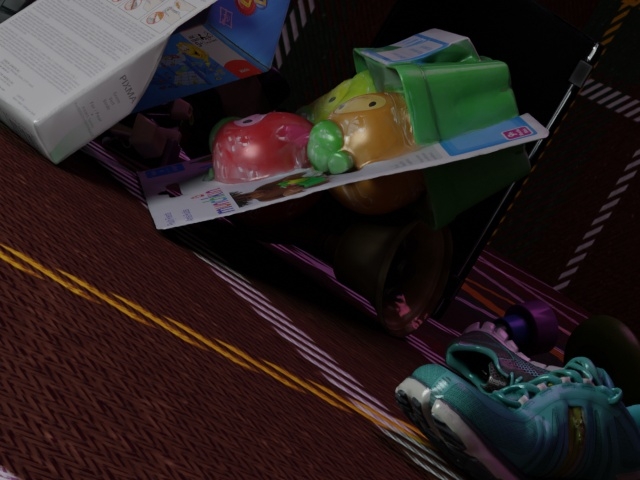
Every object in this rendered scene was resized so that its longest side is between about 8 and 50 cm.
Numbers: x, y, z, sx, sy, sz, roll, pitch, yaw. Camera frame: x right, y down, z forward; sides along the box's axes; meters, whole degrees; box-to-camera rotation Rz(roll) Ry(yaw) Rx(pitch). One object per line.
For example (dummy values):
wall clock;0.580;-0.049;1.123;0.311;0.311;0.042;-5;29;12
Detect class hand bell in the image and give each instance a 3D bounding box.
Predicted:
hand bell;0.000;0.000;1.623;0.242;0.126;0.126;20;-1;32

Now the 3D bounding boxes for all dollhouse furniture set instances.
dollhouse furniture set;-0.194;-0.126;1.675;0.081;0.091;0.114;14;-11;12

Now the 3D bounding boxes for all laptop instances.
laptop;0.146;-0.129;1.964;0.236;0.382;0.408;31;6;2

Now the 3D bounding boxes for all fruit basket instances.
fruit basket;0.003;-0.095;1.515;0.353;0.165;0.327;-9;13;-7

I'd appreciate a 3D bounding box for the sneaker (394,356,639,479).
sneaker;0.156;0.127;1.126;0.275;0.110;0.107;24;8;-44

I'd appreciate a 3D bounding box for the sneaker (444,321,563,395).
sneaker;0.187;0.139;1.537;0.166;0.065;0.076;30;21;29

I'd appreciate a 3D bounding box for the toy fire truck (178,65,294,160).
toy fire truck;-0.169;-0.164;1.925;0.246;0.158;0.217;26;-26;39

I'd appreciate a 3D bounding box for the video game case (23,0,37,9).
video game case;-0.293;-0.251;2.013;0.285;0.025;0.204;29;-33;-19

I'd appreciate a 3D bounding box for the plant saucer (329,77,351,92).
plant saucer;0.113;-0.164;2.221;0.400;0.400;0.100;21;51;-61

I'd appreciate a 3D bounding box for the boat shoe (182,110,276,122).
boat shoe;-0.152;-0.219;2.592;0.335;0.119;0.121;32;6;16

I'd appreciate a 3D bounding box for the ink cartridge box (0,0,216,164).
ink cartridge box;-0.202;-0.180;1.464;0.181;0.225;0.056;36;-26;46

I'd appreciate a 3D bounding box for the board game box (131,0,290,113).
board game box;-0.144;-0.286;1.616;0.302;0.308;0.086;-12;-36;44

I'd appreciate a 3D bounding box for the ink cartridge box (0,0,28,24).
ink cartridge box;-0.348;-0.315;1.761;0.087;0.153;0.208;29;-32;-19

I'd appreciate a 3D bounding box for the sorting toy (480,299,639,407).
sorting toy;0.297;0.164;1.785;0.126;0.127;0.365;-10;26;-33

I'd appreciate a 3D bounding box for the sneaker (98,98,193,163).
sneaker;-0.250;-0.174;1.758;0.235;0.097;0.084;29;5;-20
